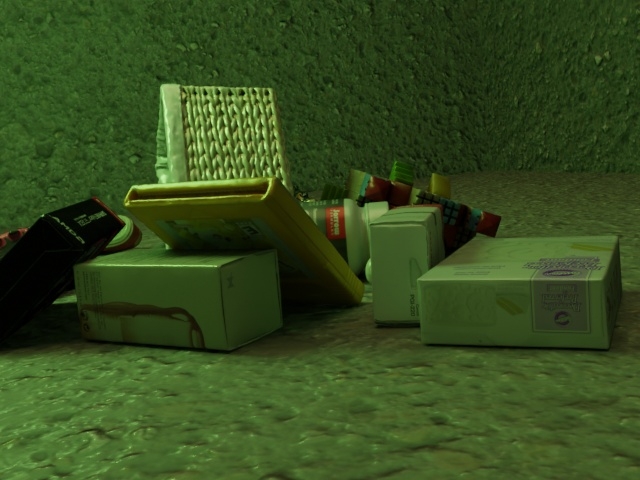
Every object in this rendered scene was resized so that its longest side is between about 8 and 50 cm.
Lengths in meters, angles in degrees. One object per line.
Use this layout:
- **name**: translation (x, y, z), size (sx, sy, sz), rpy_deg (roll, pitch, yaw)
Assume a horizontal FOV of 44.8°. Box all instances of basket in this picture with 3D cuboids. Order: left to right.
- **basket**: translation (-0.230, -0.141, 1.770), size (0.267, 0.331, 0.328), rpy_deg (-5, -24, -16)

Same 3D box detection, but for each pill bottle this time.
- **pill bottle**: translation (0.000, 0.000, 1.552), size (0.283, 0.161, 0.161), rpy_deg (-5, 8, 4)

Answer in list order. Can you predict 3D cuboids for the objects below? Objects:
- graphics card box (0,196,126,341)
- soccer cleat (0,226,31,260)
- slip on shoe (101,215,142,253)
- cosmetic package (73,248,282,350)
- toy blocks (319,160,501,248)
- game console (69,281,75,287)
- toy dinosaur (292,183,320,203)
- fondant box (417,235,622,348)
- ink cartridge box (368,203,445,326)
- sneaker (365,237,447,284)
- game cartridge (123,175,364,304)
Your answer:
- **graphics card box**: translation (-0.486, 0.043, 1.389), size (0.233, 0.094, 0.371), rpy_deg (-46, 7, 2)
- **soccer cleat**: translation (-0.674, 0.066, 1.607), size (0.331, 0.116, 0.143), rpy_deg (-21, -20, -48)
- **slip on shoe**: translation (-0.668, -0.004, 2.291), size (0.331, 0.123, 0.101), rpy_deg (-7, -26, 26)
- **cosmetic package**: translation (-0.223, 0.085, 1.212), size (0.296, 0.129, 0.153), rpy_deg (-1, 8, 32)
- **toy blocks**: translation (0.213, -0.063, 1.708), size (0.382, 0.190, 0.261), rpy_deg (17, 6, -12)
- **game console**: translation (-0.712, 0.102, 1.736), size (0.361, 0.043, 0.213), rpy_deg (-10, 8, -33)
- **toy dinosaur**: translation (-0.052, -0.072, 2.336), size (0.322, 0.164, 0.218), rpy_deg (12, 10, -41)
- **fondant box**: translation (0.303, 0.065, 1.130), size (0.238, 0.096, 0.330), rpy_deg (-2, 10, 24)
- **ink cartridge box**: translation (0.142, 0.033, 1.230), size (0.092, 0.158, 0.218), rpy_deg (-2, 8, 14)
- **sneaker**: translation (0.199, 0.043, 1.457), size (0.217, 0.079, 0.121), rpy_deg (-23, 21, -40)
- **game cartridge**: translation (-0.117, 0.013, 1.268), size (0.285, 0.052, 0.323), rpy_deg (-1, -34, 31)
